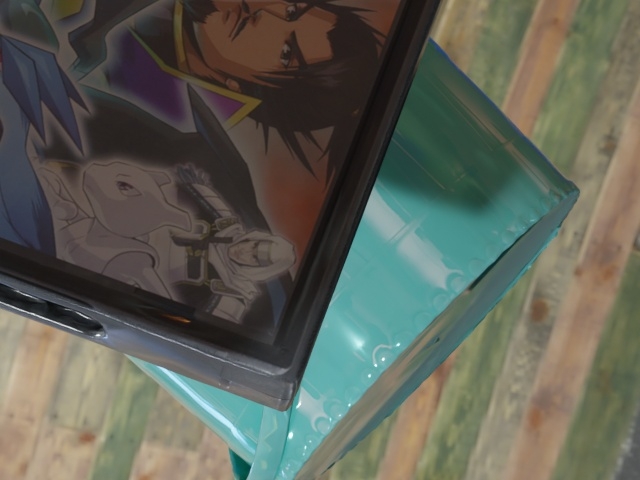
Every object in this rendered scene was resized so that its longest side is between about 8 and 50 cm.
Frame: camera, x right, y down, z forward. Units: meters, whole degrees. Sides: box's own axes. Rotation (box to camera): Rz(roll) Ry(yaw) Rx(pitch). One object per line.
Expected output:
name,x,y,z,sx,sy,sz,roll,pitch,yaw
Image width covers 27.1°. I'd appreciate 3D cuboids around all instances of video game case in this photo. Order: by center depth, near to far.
video game case,-0.081,-0.106,0.480,0.035,0.248,0.275,106,-176,-62

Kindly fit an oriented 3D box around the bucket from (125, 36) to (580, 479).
bucket,0.000,0.000,0.760,0.281,0.183,0.281,-43,-13,-12
